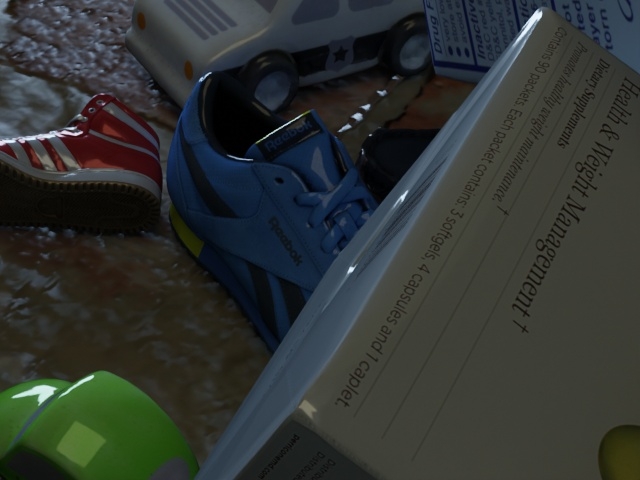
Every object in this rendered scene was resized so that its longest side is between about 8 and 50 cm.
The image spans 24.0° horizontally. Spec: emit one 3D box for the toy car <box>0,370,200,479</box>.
[{"bbox_3d":[-0.039,0.103,0.542,0.225,0.053,0.239,24,41,21],"label":"toy car"}]

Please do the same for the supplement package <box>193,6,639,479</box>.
[{"bbox_3d":[0.081,0.080,0.448,0.203,0.149,0.194,36,45,-3],"label":"supplement package"}]

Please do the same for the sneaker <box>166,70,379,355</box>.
[{"bbox_3d":[0.000,0.000,0.657,0.069,0.082,0.209,-20,47,-32],"label":"sneaker"}]

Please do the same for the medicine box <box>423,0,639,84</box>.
[{"bbox_3d":[0.202,-0.148,0.549,0.264,0.149,0.289,-16,15,-17],"label":"medicine box"}]

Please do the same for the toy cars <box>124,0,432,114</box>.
[{"bbox_3d":[0.094,-0.122,0.817,0.394,0.087,0.176,9,38,3],"label":"toy cars"}]

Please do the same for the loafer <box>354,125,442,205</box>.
[{"bbox_3d":[0.162,-0.020,0.690,0.303,0.095,0.109,13,39,9],"label":"loafer"}]

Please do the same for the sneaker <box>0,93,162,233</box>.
[{"bbox_3d":[-0.133,-0.041,0.719,0.118,0.042,0.067,10,42,-8],"label":"sneaker"}]
